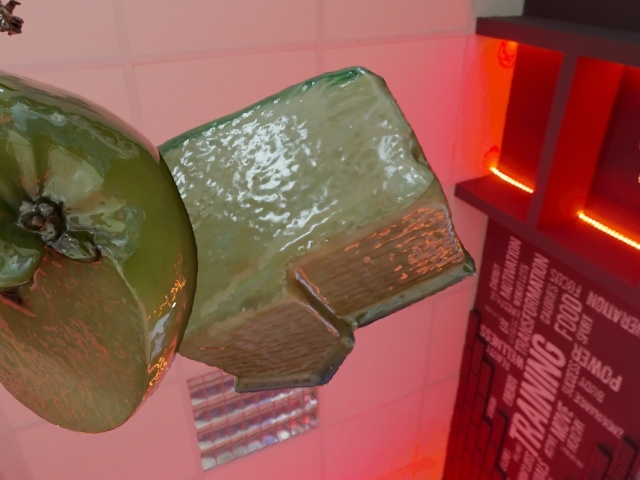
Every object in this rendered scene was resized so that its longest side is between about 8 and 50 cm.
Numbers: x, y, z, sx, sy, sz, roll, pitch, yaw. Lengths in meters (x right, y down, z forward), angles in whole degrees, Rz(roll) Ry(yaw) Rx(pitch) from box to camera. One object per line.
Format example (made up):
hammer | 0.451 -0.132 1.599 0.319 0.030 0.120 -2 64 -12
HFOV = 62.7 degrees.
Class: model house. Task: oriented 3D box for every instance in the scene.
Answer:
model house | 0.000 0.000 0.788 0.382 0.334 0.342 -24 -34 11

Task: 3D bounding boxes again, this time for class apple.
apple | -0.232 -0.003 0.395 0.258 0.233 0.295 -22 -41 39

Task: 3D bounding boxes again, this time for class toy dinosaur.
toy dinosaur | -0.443 -0.313 0.691 0.055 0.154 0.049 -60 -14 9

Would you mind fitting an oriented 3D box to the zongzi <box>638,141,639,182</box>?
zongzi | 0.378 -0.076 0.300 0.403 0.208 0.432 32 -120 -8
